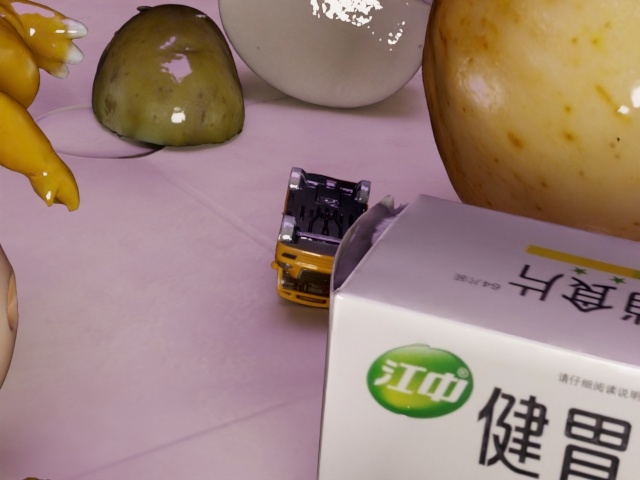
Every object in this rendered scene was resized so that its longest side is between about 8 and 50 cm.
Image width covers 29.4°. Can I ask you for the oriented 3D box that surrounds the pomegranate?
[{"bbox_3d":[0.268,-0.118,0.937,0.410,0.410,0.410,4,26,-2],"label":"pomegranate"}]

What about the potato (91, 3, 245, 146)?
[{"bbox_3d":[-0.158,-0.192,1.282,0.160,0.111,0.272,3,26,-9],"label":"potato"}]

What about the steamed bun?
[{"bbox_3d":[0.000,-0.246,1.346,0.241,0.164,0.146,24,25,-4],"label":"steamed bun"}]

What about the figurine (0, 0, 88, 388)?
[{"bbox_3d":[-0.320,-0.008,0.721,0.401,0.268,0.387,-19,32,30],"label":"figurine"}]

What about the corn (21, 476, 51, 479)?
[{"bbox_3d":[-0.051,0.188,0.527,0.320,0.097,0.097,20,29,24],"label":"corn"}]

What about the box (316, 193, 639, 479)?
[{"bbox_3d":[0.162,0.104,0.640,0.333,0.173,0.145,13,26,17],"label":"box"}]

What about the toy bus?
[{"bbox_3d":[0.000,0.000,0.946,0.069,0.074,0.162,12,23,-3],"label":"toy bus"}]
